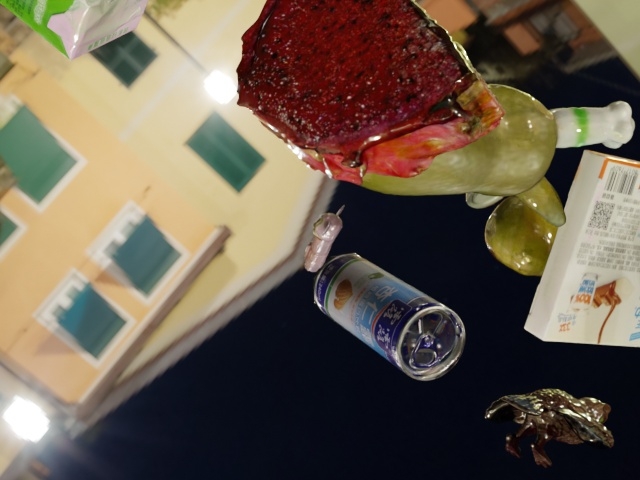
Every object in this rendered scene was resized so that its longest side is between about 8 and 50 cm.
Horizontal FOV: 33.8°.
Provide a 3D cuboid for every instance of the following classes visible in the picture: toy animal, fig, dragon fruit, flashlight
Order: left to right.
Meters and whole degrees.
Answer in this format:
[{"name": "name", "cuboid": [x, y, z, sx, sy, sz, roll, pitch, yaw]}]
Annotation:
[{"name": "flashlight", "cuboid": [0.000, 0.000, 1.263, 0.052, 0.031, 0.110, -53, 173, -38]}, {"name": "dragon fruit", "cuboid": [0.049, -0.127, 0.834, 0.163, 0.189, 0.262, -64, -142, 29]}, {"name": "toy animal", "cuboid": [0.177, -0.123, 1.235, 0.180, 0.363, 0.181, 43, -59, 50]}, {"name": "fig", "cuboid": [0.346, -0.003, 1.773, 0.121, 0.153, 0.136, -49, 154, 25]}, {"name": "toy animal", "cuboid": [0.361, 0.259, 1.584, 0.179, 0.116, 0.218, -21, -167, -34]}]

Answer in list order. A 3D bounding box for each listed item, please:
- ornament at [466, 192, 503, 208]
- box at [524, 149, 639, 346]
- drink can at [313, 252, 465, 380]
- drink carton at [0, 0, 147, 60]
[{"name": "ornament", "cuboid": [0.199, -0.126, 1.438, 0.081, 0.075, 0.156, -31, -115, 18]}, {"name": "box", "cuboid": [0.432, 0.021, 1.483, 0.048, 0.273, 0.265, 31, -71, 51]}, {"name": "drink can", "cuboid": [0.080, 0.091, 1.324, 0.097, 0.097, 0.235, -48, -152, -5]}, {"name": "drink carton", "cuboid": [-0.385, -0.388, 1.467, 0.161, 0.271, 0.108, -44, 170, -49]}]
